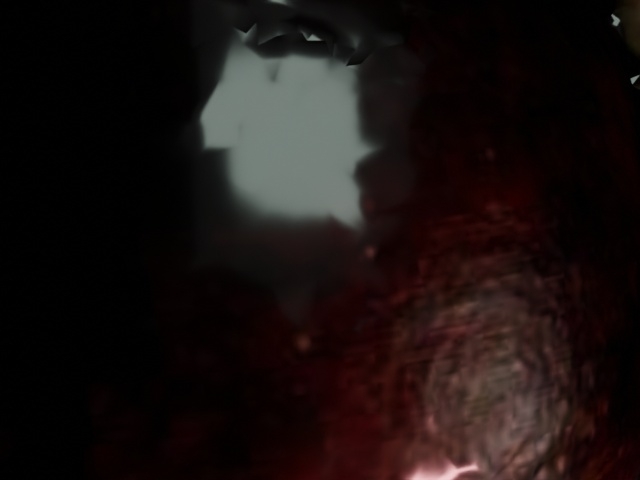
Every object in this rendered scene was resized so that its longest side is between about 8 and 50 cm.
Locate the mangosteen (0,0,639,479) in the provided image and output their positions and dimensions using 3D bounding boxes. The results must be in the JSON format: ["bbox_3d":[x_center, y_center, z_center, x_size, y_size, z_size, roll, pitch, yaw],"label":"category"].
[{"bbox_3d":[-0.013,0.004,0.575,0.330,0.330,0.330,8,52,-10],"label":"mangosteen"}]
